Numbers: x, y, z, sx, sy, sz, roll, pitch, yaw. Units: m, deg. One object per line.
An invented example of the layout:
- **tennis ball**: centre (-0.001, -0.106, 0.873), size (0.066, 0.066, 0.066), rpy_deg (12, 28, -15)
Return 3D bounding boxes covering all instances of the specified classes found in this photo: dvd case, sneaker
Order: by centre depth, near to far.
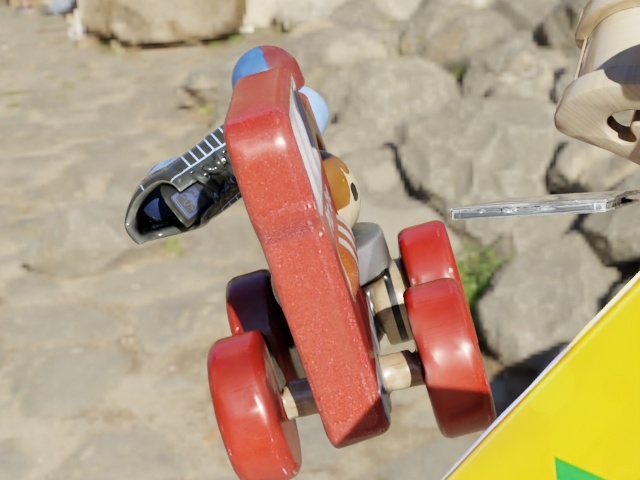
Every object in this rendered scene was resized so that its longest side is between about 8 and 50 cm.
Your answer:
- **sneaker**: centre (-0.093, -0.065, 1.260), size (0.232, 0.081, 0.090), rpy_deg (-30, 22, 28)
- **dvd case**: centre (0.254, -0.041, 1.443), size (0.164, 0.018, 0.221), rpy_deg (-3, 3, 23)

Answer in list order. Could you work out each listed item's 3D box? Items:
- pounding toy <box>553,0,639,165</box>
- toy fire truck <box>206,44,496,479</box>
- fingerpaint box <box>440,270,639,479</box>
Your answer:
- **pounding toy**: centre (0.224, -0.054, 0.779), size (0.154, 0.155, 0.269), rpy_deg (1, -28, 36)
- **toy fire truck**: centre (0.000, 0.000, 0.874), size (0.169, 0.254, 0.302), rpy_deg (-15, 18, 5)
- **fingerpaint box**: centre (0.289, 0.214, 0.437), size (0.444, 0.163, 0.371), rpy_deg (18, 31, -42)
